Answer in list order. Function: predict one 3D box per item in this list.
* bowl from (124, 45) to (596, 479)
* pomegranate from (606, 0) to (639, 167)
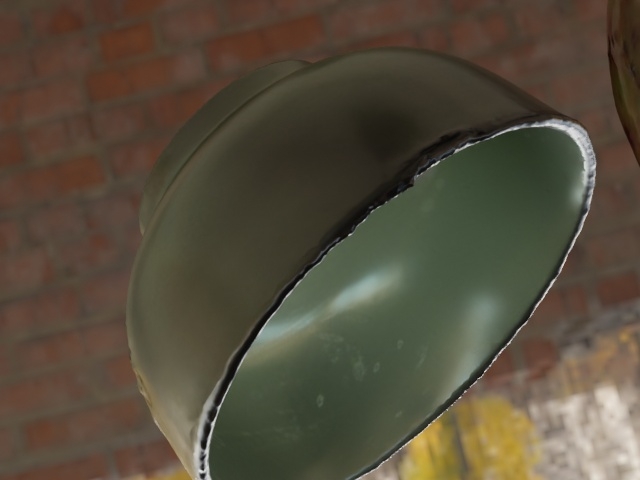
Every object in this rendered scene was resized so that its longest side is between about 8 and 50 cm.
[{"bbox_3d":[0.000,0.000,1.337,0.354,0.185,0.354,-36,154,-21],"label":"bowl"},{"bbox_3d":[0.249,-0.102,0.766,0.242,0.242,0.306,-11,170,-32],"label":"pomegranate"}]
